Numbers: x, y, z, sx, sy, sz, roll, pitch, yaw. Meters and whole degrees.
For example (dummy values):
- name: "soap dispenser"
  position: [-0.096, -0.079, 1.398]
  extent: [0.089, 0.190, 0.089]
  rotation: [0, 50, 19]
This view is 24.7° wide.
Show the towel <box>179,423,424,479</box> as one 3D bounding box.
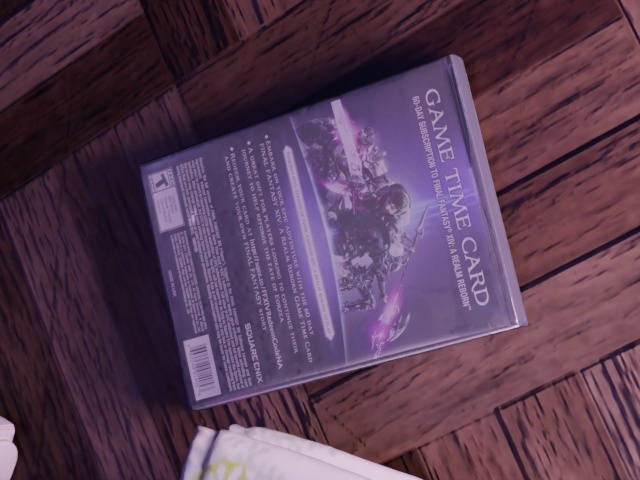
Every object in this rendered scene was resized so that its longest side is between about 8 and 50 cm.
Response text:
- name: "towel"
  position: [0.045, 0.319, 0.950]
  extent: [0.374, 0.090, 0.321]
  rotation: [17, 95, 12]

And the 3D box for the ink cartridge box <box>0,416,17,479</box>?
- name: "ink cartridge box"
  position: [-0.484, 0.210, 1.241]
  extent: [0.395, 0.166, 0.286]
  rotation: [24, 101, 26]

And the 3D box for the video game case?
- name: "video game case"
  position: [0.000, 0.000, 1.064]
  extent: [0.274, 0.026, 0.196]
  rotation: [-17, 81, 26]
